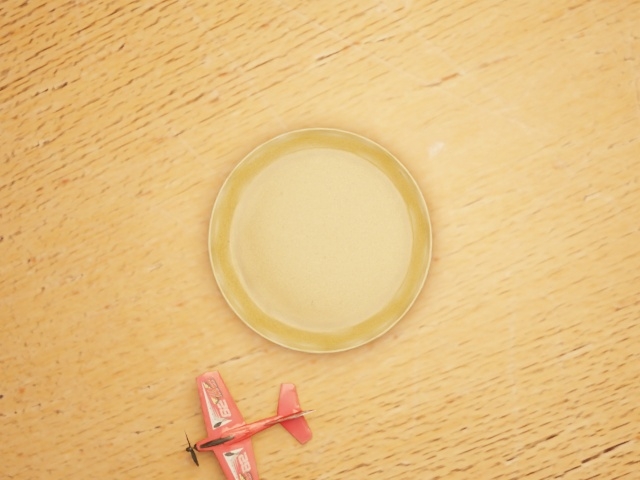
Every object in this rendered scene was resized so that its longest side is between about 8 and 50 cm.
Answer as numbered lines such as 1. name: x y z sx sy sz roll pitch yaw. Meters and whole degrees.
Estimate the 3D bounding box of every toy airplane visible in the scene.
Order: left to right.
1. toy airplane: -0.075 0.200 1.246 0.151 0.028 0.151 0 94 6

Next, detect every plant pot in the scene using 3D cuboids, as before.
1. plant pot: 0.000 0.000 1.226 0.236 0.032 0.236 0 92 6
